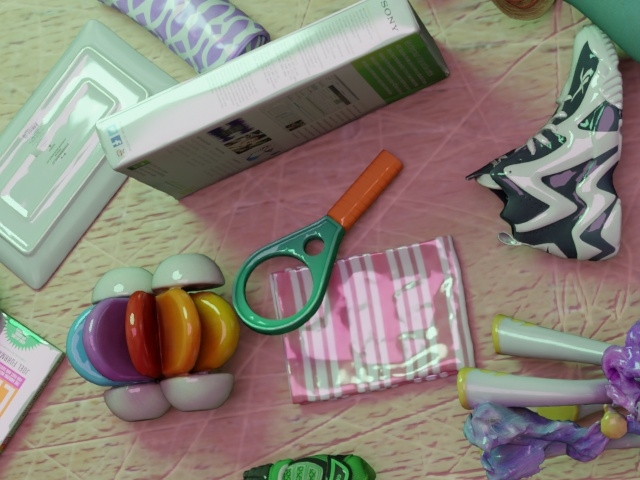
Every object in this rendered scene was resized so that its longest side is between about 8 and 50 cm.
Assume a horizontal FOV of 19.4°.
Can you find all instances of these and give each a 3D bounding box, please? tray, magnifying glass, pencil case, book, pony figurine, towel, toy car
[{"bbox_3d":[-0.277,-0.095,2.004,0.145,0.030,0.270,38,92,14],"label":"tray"},{"bbox_3d":[0.000,0.000,1.915,0.092,0.026,0.231,37,78,24],"label":"magnifying glass"},{"bbox_3d":[-0.148,-0.236,1.971,0.206,0.086,0.088,40,120,14],"label":"pencil case"},{"bbox_3d":[-0.348,0.154,1.990,0.096,0.035,0.144,32,88,12],"label":"book"},{"bbox_3d":[0.318,0.144,1.702,0.364,0.351,0.302,-3,102,16],"label":"pony figurine"},{"bbox_3d":[0.053,0.082,1.915,0.197,0.029,0.144,-12,82,10],"label":"towel"},{"bbox_3d":[-0.178,0.099,1.892,0.182,0.136,0.159,-12,81,33],"label":"toy car"}]

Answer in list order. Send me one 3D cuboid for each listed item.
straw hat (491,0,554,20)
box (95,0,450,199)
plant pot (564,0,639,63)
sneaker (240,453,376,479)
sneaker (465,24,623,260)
[{"bbox_3d":[0.180,-0.291,1.914,0.061,0.144,0.144,-5,80,51],"label":"straw hat"},{"bbox_3d":[-0.040,-0.140,1.857,0.322,0.232,0.058,-23,80,8],"label":"box"},{"bbox_3d":[0.366,-0.273,1.787,0.255,0.272,0.271,28,89,23],"label":"plant pot"},{"bbox_3d":[0.031,0.371,1.832,0.146,0.134,0.343,-18,79,8],"label":"sneaker"},{"bbox_3d":[0.221,-0.097,1.868,0.153,0.094,0.234,0,93,3],"label":"sneaker"}]
